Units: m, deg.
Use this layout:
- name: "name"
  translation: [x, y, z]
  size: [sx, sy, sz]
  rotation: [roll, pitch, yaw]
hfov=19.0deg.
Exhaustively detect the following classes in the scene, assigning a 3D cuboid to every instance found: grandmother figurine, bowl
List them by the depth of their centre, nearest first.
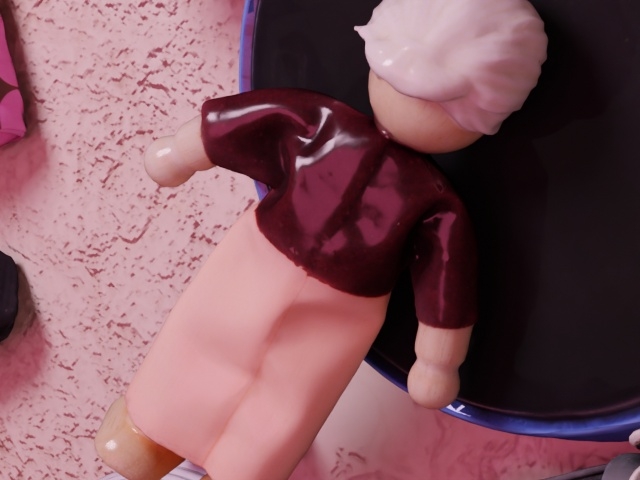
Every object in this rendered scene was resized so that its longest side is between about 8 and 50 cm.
- name: "grandmother figurine"
  translation: [0.000, 0.000, 1.011]
  size: [0.208, 0.104, 0.342]
  rotation: [33, 116, -4]
- name: "bowl"
  translation: [0.119, -0.079, 1.012]
  size: [0.391, 0.077, 0.391]
  rotation: [7, 103, 35]

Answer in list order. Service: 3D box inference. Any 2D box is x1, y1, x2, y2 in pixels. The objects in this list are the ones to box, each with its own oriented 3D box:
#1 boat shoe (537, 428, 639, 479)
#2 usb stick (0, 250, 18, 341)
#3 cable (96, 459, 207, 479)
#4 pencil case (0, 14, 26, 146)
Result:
- name: "boat shoe"
  translation: [0.168, 0.148, 0.958]
  size: [0.099, 0.116, 0.319]
  rotation: [51, 141, -7]
- name: "usb stick"
  translation: [-0.308, 0.093, 1.359]
  size: [0.278, 0.045, 0.077]
  rotation: [-34, 40, 35]
- name: "cable"
  translation: [-0.098, 0.271, 1.222]
  size: [0.257, 0.089, 0.257]
  rotation: [-20, 87, 36]
- name: "pencil case"
  translation: [-0.266, -0.156, 1.269]
  size: [0.098, 0.095, 0.209]
  rotation: [-14, 88, 52]
